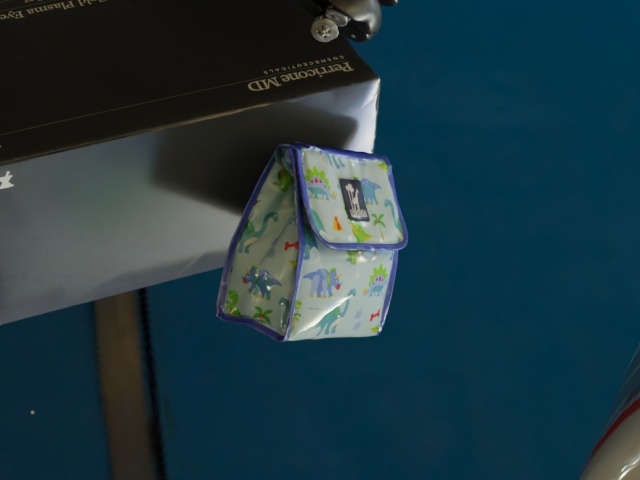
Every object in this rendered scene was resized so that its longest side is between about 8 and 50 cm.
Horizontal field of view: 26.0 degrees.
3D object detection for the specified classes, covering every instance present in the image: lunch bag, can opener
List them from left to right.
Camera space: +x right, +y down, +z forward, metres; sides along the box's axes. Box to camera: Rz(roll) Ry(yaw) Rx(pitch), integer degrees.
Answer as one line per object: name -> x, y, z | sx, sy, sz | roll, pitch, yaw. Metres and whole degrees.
can opener -> -0.030, -0.206, 1.024 | 0.186, 0.059, 0.073 | 25, -123, -14
lunch bag -> 0.000, 0.000, 1.105 | 0.129, 0.096, 0.151 | 3, -80, -52

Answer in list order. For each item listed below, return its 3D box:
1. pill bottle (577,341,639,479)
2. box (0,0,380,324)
pill bottle -> 0.186, 0.052, 0.457 | 0.161, 0.283, 0.161 | 9, -65, 21
box -> -0.170, -0.128, 1.217 | 0.343, 0.179, 0.312 | -14, -134, -18
